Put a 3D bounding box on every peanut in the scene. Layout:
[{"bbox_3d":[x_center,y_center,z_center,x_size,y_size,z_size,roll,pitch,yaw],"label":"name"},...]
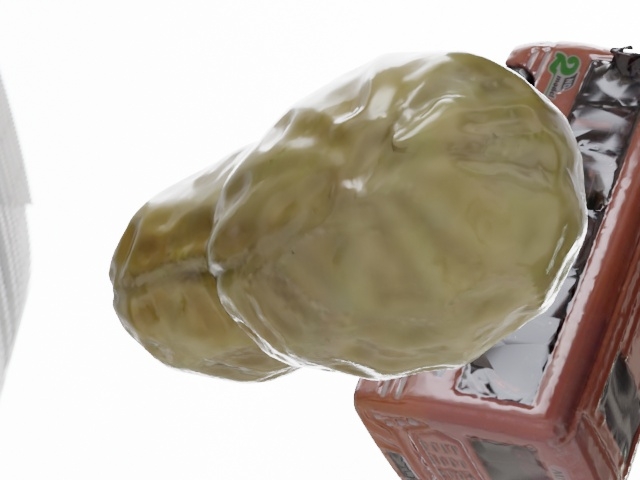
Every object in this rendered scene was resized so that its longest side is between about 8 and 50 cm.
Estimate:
[{"bbox_3d":[0.000,0.000,0.593,0.147,0.147,0.305,27,-18,-21],"label":"peanut"}]

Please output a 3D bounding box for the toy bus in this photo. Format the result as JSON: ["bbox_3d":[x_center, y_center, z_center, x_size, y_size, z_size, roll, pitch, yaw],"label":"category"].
[{"bbox_3d":[0.205,0.026,1.114,0.233,0.427,0.203,6,-35,34],"label":"toy bus"}]
